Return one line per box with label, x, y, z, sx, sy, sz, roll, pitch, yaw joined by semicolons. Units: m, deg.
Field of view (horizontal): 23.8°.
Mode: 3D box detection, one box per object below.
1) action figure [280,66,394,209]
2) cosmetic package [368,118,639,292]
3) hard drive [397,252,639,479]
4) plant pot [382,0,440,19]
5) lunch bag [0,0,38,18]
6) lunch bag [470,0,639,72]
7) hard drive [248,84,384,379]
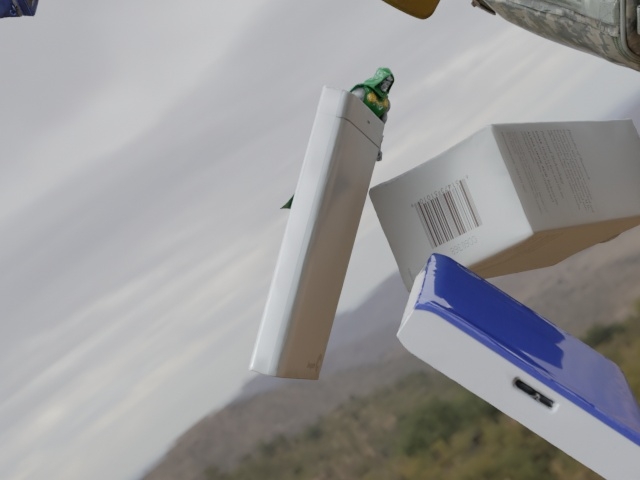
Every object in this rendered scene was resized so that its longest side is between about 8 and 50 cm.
action figure;0.044;-0.131;2.087;0.137;0.063;0.232;11;-75;-48
cosmetic package;0.274;-0.052;2.034;0.217;0.156;0.385;-27;-11;35
hard drive;0.166;0.096;1.232;0.040;0.210;0.318;-58;-2;8
plant pot;0.032;-0.358;1.455;0.187;0.212;0.212;-7;-51;-61
lunch bag;-0.433;-0.364;2.172;0.065;0.098;0.067;-3;-35;9
lunch bag;0.335;-0.307;1.703;0.256;0.213;0.305;-17;29;-28
hard drive;0.000;0.000;1.920;0.233;0.047;0.353;26;-101;-76
